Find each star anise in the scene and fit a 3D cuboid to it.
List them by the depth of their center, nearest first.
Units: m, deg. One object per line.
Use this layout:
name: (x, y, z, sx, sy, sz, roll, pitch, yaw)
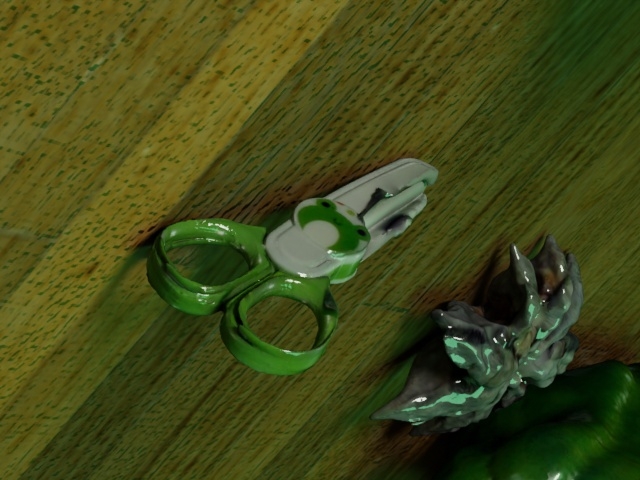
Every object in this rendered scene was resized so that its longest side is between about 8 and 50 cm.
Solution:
star anise: (0.117, 0.077, 1.247, 0.180, 0.061, 0.204, -41, 155, -1)

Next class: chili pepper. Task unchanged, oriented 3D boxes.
chili pepper: (0.193, 0.175, 1.396, 0.385, 0.213, 0.167, -26, 112, -70)

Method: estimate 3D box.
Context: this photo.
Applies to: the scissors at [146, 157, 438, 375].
scissors: (0.000, 0.000, 0.955, 0.204, 0.101, 0.027, -34, 158, -49)
